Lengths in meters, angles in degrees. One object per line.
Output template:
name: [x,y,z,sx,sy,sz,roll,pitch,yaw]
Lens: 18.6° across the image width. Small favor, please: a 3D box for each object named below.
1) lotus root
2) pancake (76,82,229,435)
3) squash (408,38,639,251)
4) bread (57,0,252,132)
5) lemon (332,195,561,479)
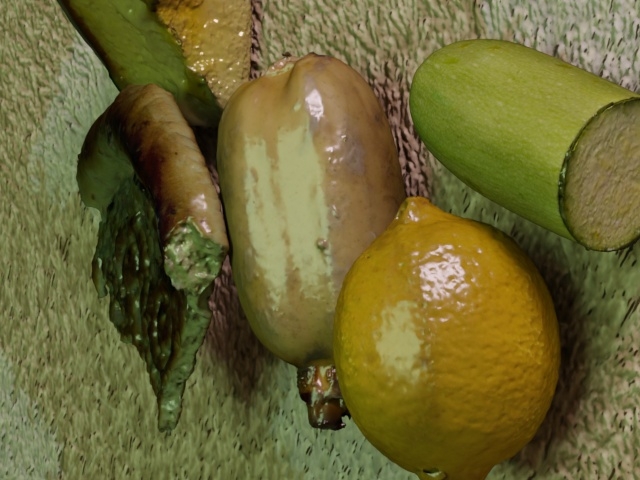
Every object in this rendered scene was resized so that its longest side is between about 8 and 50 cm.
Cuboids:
lotus root: [0.000,0.000,1.765,0.169,0.151,0.342,-11,85,23]
pancake: [-0.185,-0.012,1.943,0.427,0.067,0.304,-126,40,-55]
squash: [0.164,-0.090,1.597,0.247,0.132,0.132,31,112,48]
bread: [-0.156,-0.241,1.967,0.174,0.133,0.251,4,136,52]
lemon: [0.102,0.089,1.613,0.188,0.188,0.256,-11,85,49]
